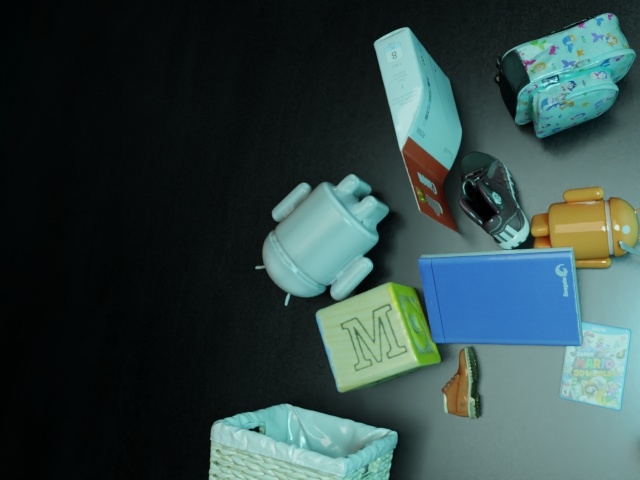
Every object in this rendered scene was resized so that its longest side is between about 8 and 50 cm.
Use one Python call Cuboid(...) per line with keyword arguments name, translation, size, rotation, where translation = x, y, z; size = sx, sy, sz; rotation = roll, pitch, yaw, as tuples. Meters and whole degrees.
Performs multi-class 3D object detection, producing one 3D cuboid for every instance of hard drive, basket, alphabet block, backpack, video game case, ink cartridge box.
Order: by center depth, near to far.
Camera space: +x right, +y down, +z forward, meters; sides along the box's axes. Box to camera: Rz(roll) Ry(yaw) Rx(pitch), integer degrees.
Cuboid(name="video game case", translation=(0.572, 0.258, 1.278), size=(0.119, 0.015, 0.167), rotation=(8, 85, 27))
Cuboid(name="backpack", translation=(0.522, -0.348, 1.287), size=(0.253, 0.225, 0.191), rotation=(-26, 74, 10))
Cuboid(name="hard drive", translation=(0.384, 0.125, 1.320), size=(0.318, 0.040, 0.211), rotation=(-4, 108, 29))
Cuboid(name="ink cartridge box", translation=(0.251, -0.229, 1.350), size=(0.091, 0.308, 0.385), rotation=(-19, 74, 23))
Cuboid(name="basket", translation=(-0.044, 0.540, 1.361), size=(0.331, 0.328, 0.267), rotation=(8, 87, 26))
Cuboid(name="alphabet block", translation=(0.134, 0.221, 1.402), size=(0.197, 0.192, 0.194), rotation=(-25, 74, 22))

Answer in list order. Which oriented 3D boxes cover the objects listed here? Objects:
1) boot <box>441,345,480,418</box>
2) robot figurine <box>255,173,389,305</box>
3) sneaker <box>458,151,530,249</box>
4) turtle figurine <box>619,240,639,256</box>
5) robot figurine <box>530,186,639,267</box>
Cuboid(name="boot", translation=(0.310, 0.317, 1.375), size=(0.084, 0.059, 0.158), rotation=(-3, 81, 30))
Cuboid(name="robot figurine", translation=(0.000, 0.000, 1.495), size=(0.353, 0.199, 0.300), rotation=(-43, 65, 14))
Cuboid(name="sneaker", translation=(0.346, -0.121, 1.325), size=(0.106, 0.162, 0.282), rotation=(-41, 43, 25))
Cuboid(name="turtle figurine", translation=(0.725, 0.055, 1.132), size=(0.198, 0.274, 0.266), rotation=(-40, 71, 44))
Cuboid(name="robot figurine", translation=(0.554, -0.024, 1.269), size=(0.219, 0.128, 0.158), rotation=(-5, 80, 25))
